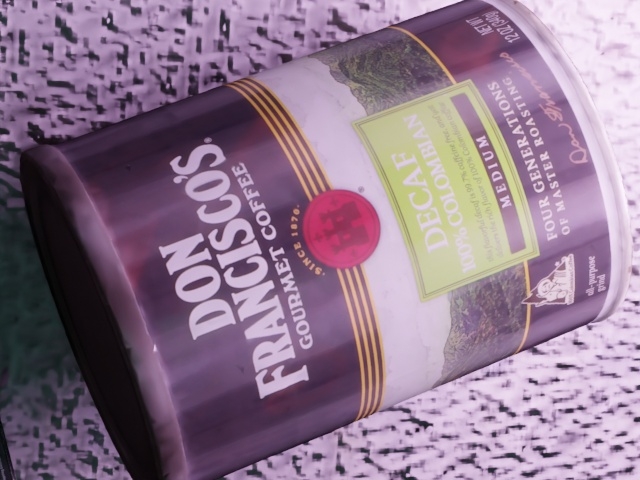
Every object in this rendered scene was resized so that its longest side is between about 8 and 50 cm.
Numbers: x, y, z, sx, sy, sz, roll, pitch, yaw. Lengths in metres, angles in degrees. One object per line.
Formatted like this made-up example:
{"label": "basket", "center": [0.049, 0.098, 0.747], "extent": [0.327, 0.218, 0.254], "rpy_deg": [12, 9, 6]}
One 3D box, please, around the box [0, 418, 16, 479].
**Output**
{"label": "box", "center": [-0.276, 0.075, 0.977], "extent": [0.184, 0.045, 0.190], "rpy_deg": [-16, 112, -14]}

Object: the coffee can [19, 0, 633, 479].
{"label": "coffee can", "center": [0.000, 0.000, 0.976], "extent": [0.275, 0.201, 0.201], "rpy_deg": [-21, 113, -15]}
